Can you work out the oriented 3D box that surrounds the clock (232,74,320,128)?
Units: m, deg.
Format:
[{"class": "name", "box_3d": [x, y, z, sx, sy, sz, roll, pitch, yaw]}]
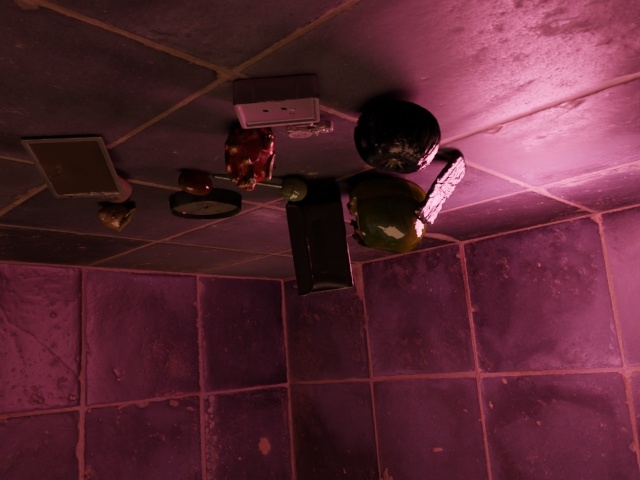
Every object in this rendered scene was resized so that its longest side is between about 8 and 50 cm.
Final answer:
[{"class": "clock", "box_3d": [-0.102, -0.329, 1.400, 0.197, 0.063, 0.150, -5, 169, 1]}]

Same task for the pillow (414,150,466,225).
[{"class": "pillow", "box_3d": [0.416, -0.176, 2.008, 0.034, 0.256, 0.189, 36, -178, 26]}]

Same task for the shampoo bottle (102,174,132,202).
[{"class": "shampoo bottle", "box_3d": [-0.686, -0.176, 1.892, 0.127, 0.078, 0.257, -10, 166, 7]}]

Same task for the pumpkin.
[{"class": "pumpkin", "box_3d": [0.203, -0.272, 1.543, 0.233, 0.163, 0.233, 7, 167, 2]}]

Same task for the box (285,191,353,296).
[{"class": "box", "box_3d": [-0.001, 0.000, 2.220, 0.204, 0.345, 0.251, -8, -169, 2]}]

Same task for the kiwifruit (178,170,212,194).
[{"class": "kiwifruit", "box_3d": [-0.412, -0.189, 1.945, 0.075, 0.075, 0.124, -13, 161, 37]}]

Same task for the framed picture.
[{"class": "framed picture", "box_3d": [-0.700, -0.208, 1.691, 0.216, 0.016, 0.273, -3, 149, -6]}]

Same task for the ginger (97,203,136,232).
[{"class": "ginger", "box_3d": [-0.795, -0.093, 2.281, 0.122, 0.115, 0.193, 22, 169, -16]}]

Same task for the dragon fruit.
[{"class": "dragon fruit", "box_3d": [-0.188, -0.225, 1.605, 0.160, 0.172, 0.166, 4, 165, -36]}]

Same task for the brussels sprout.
[{"class": "brussels sprout", "box_3d": [0.248, -0.089, 2.187, 0.314, 0.276, 0.371, 1, 169, -8]}]

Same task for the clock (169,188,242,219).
[{"class": "clock", "box_3d": [-0.439, -0.135, 2.255, 0.280, 0.056, 0.280, -4, 168, -1]}]

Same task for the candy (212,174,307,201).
[{"class": "candy", "box_3d": [-0.206, -0.197, 2.041, 0.335, 0.093, 0.092, 9, 122, -18]}]

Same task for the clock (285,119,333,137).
[{"class": "clock", "box_3d": [-0.032, -0.306, 1.597, 0.129, 0.041, 0.087, -4, 173, 23]}]
